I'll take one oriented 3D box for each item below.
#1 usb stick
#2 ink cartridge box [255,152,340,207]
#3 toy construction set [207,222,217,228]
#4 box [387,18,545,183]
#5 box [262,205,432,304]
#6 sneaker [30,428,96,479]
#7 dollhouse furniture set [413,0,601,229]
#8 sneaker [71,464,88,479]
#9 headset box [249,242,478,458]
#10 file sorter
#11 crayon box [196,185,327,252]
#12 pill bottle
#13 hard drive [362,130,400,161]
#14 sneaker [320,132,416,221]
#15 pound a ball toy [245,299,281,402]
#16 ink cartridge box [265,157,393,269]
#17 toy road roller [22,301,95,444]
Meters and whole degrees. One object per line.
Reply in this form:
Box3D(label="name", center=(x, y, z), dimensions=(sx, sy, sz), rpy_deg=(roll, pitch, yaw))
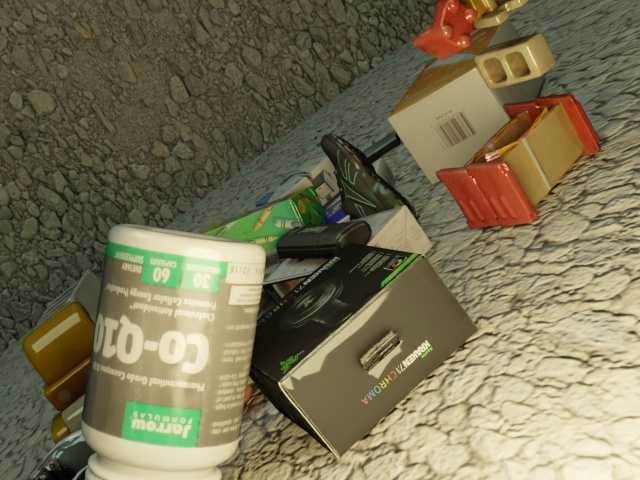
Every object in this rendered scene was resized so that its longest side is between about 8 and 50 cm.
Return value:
Box3D(label="usb stick", center=(0.000, 0.000, 1.561), dimensions=(0.077, 0.045, 0.278), rpy_deg=(-43, 15, -19))
Box3D(label="ink cartridge box", center=(-0.031, -0.111, 2.025), dimensions=(0.191, 0.082, 0.139), rpy_deg=(-44, 16, -24))
Box3D(label="toy construction set", center=(-0.326, 0.074, 2.302), dimensions=(0.328, 0.151, 0.215), rpy_deg=(-25, 14, 1))
Box3D(label="box", center=(0.311, -0.297, 1.896), dimensions=(0.215, 0.168, 0.345), rpy_deg=(-28, 16, 32))
Box3D(label="box", center=(0.040, 0.043, 1.605), dimensions=(0.169, 0.087, 0.290), rpy_deg=(-45, 17, -31))
Box3D(label="sneaker", center=(-0.448, 0.425, 1.445), dimensions=(0.295, 0.124, 0.178), rpy_deg=(-45, 9, -3))
Box3D(label="dollhouse furniture set", center=(0.247, -0.225, 1.396), dimensions=(0.201, 0.374, 0.152), rpy_deg=(-41, 19, -25))
Box3D(label="sneaker", center=(-0.370, 0.418, 1.353), dimensions=(0.271, 0.100, 0.108), rpy_deg=(-46, 12, -35))
Box3D(label="headset box", center=(0.036, 0.134, 1.222), dimensions=(0.246, 0.131, 0.283), rpy_deg=(-40, 15, -12))
Box3D(label="file sorter", center=(-0.625, 0.232, 2.384), dimensions=(0.173, 0.193, 0.277), rpy_deg=(-38, 14, 4))
Box3D(label="crayon box", center=(-0.141, -0.014, 1.837), dimensions=(0.278, 0.081, 0.165), rpy_deg=(-21, 7, 18))
Box3D(label="pill bottle", center=(-0.192, 0.169, 1.165), dimensions=(0.204, 0.361, 0.204), rpy_deg=(8, 2, 0))
Box3D(label="hard drive", center=(0.148, -0.236, 2.394), dimensions=(0.135, 0.022, 0.094), rpy_deg=(-32, 14, 16))
Box3D(label="sneaker", center=(0.067, -0.103, 1.760), dimensions=(0.106, 0.267, 0.101), rpy_deg=(-48, -33, 15))
Box3D(label="pound a ball toy", center=(-0.178, 0.226, 1.516), dimensions=(0.319, 0.136, 0.208), rpy_deg=(-30, -10, 24))
Box3D(label="ink cartridge box", center=(0.015, -0.036, 1.979), dimensions=(0.307, 0.072, 0.303), rpy_deg=(-34, 15, 17))
Box3D(label="toy road roller", center=(-0.452, 0.259, 1.764), dimensions=(0.202, 0.240, 0.329), rpy_deg=(-39, 14, -9))
